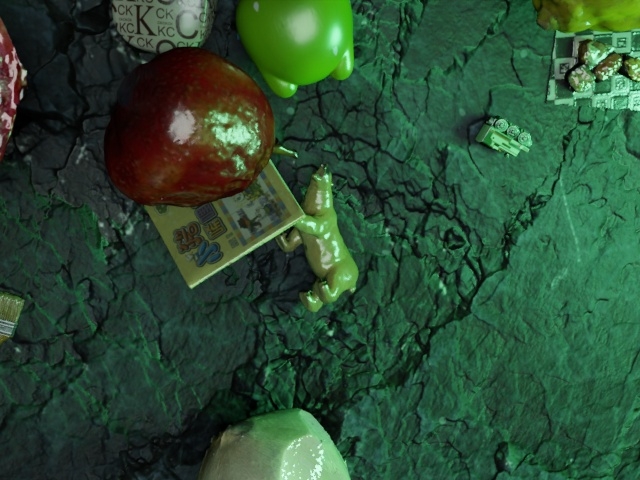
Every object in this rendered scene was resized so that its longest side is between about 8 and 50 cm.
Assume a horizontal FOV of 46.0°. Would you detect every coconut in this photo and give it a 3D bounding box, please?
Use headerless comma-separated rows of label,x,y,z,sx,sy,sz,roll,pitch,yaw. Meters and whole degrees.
coconut,-0.073,0.363,1.147,0.227,0.227,0.230,-26,107,-3

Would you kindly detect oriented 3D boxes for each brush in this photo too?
brush,-0.487,0.157,1.126,0.043,0.014,0.170,19,101,-16

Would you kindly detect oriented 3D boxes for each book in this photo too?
book,-0.141,-0.047,1.080,0.192,0.013,0.168,-33,66,-1

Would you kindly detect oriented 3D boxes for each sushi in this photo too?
sushi,0.459,-0.273,1.172,0.201,0.031,0.139,1,104,-10

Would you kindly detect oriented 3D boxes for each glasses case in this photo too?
glasses case,-0.187,-0.422,0.985,0.137,0.085,0.354,12,103,2

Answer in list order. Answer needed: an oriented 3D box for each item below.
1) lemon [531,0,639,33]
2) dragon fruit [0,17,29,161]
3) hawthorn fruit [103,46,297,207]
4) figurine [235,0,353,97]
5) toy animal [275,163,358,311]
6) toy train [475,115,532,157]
lemon,0.420,-0.428,1.001,0.285,0.285,0.316,45,59,-17
dragon fruit,-0.558,-0.182,0.912,0.371,0.249,0.386,-22,111,-20
hawthorn fruit,-0.149,-0.147,1.005,0.266,0.230,0.210,2,77,-25
figurine,-0.046,-0.332,1.020,0.162,0.143,0.263,-17,95,-1
toy animal,0.000,0.000,1.140,0.101,0.103,0.218,-28,106,-22
toy train,0.287,-0.158,1.171,0.083,0.033,0.053,27,103,-16
